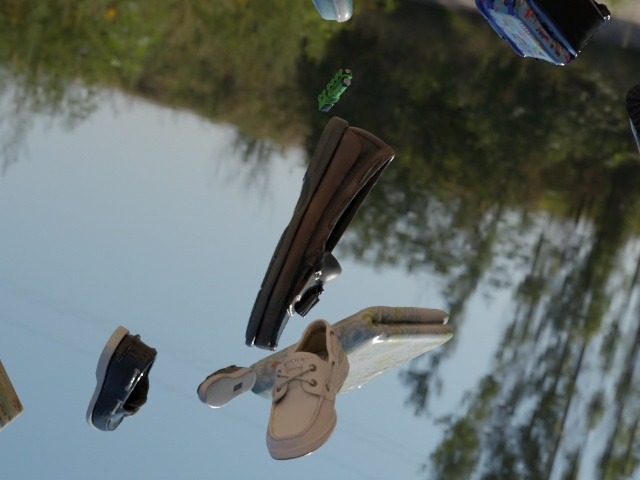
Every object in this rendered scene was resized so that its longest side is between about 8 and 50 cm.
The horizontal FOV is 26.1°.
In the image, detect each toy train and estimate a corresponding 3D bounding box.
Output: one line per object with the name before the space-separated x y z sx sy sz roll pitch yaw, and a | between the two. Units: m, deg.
toy train | 0.018 -0.188 1.735 0.017 0.024 0.083 6 156 -22

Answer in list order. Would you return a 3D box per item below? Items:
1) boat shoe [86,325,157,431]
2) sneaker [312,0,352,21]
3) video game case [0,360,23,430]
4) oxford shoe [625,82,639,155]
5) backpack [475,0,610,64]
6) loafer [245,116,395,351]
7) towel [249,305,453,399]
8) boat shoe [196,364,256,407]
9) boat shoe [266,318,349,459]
boat shoe | -0.359 0.275 2.518 0.091 0.114 0.302 29 146 8
sneaker | -0.083 -0.452 2.073 0.208 0.319 0.127 -17 -150 12
video game case | -0.498 0.164 1.933 0.026 0.227 0.206 -25 -176 4
oxford shoe | 0.539 -0.138 2.164 0.082 0.227 0.096 -13 -178 13
backpack | 0.281 -0.327 1.882 0.158 0.117 0.173 43 173 -36
loafer | 0.000 0.000 1.480 0.084 0.268 0.096 21 172 0
towel | 0.066 0.228 2.851 0.320 0.090 0.374 -32 161 27
boat shoe | -0.144 0.210 2.008 0.040 0.049 0.142 16 -169 25
boat shoe | -0.027 0.198 1.896 0.098 0.096 0.277 -9 -157 13
